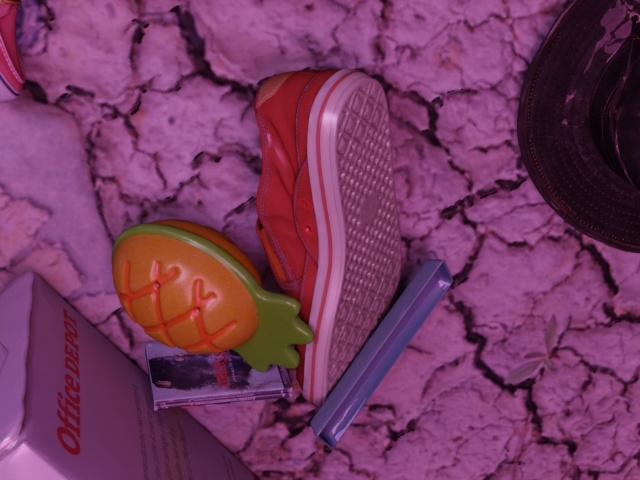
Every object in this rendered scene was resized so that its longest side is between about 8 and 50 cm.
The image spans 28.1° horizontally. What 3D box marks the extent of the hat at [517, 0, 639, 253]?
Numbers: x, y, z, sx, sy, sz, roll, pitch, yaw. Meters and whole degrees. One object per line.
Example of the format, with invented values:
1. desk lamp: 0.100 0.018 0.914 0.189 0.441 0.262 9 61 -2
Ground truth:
1. hat: 0.344 -0.117 1.101 0.331 0.134 0.331 -4 113 -10

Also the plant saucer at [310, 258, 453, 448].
1. plant saucer: 0.054 0.100 1.146 0.192 0.018 0.067 -54 158 -8

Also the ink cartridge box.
1. ink cartridge box: -0.166 0.247 1.062 0.160 0.279 0.385 -39 115 7

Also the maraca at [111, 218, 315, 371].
1. maraca: -0.093 0.049 1.076 0.185 0.099 0.127 29 142 1

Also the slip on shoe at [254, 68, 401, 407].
1. slip on shoe: 0.000 0.000 1.098 0.123 0.101 0.331 -40 138 -41

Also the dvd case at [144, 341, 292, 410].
1. dvd case: -0.091 0.113 1.125 0.119 0.087 0.013 -3 122 -11

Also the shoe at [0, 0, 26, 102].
1. shoe: -0.244 -0.196 0.970 0.081 0.063 0.178 -20 111 2
